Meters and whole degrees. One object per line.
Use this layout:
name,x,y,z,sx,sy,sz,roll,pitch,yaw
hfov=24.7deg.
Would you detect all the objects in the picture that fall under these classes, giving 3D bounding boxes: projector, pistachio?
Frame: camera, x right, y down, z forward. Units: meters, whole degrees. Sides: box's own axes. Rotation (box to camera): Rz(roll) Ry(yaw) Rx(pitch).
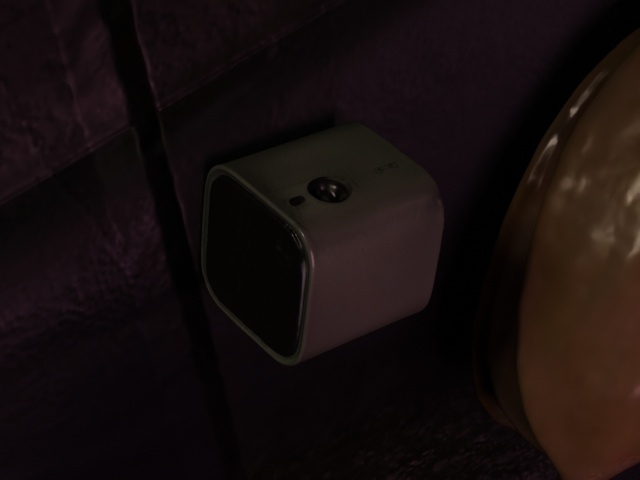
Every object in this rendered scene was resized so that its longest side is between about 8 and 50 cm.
projector,0.000,0.000,0.697,0.082,0.083,0.083,-21,134,-33
pistachio,0.195,-0.002,0.835,0.181,0.162,0.293,24,105,-25
